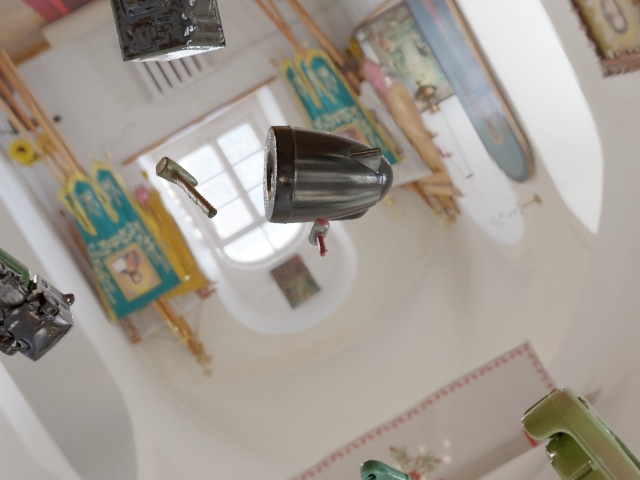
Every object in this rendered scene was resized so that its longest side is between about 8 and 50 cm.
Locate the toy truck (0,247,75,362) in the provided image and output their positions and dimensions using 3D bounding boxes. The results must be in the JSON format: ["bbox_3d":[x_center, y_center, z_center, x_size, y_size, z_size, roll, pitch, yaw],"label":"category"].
[{"bbox_3d":[-0.457,0.058,1.198,0.101,0.242,0.125,-44,-149,3],"label":"toy truck"}]

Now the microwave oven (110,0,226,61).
[{"bbox_3d":[-0.339,-0.555,1.914,0.181,0.295,0.237,-8,-171,18],"label":"microwave oven"}]

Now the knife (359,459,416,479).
[{"bbox_3d":[0.193,0.514,1.813,0.063,0.260,0.035,-55,-156,26],"label":"knife"}]

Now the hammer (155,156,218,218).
[{"bbox_3d":[-0.152,-0.055,1.068,0.028,0.060,0.195,-56,-148,5],"label":"hammer"}]

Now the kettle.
[{"bbox_3d":[0.021,-0.117,1.851,0.271,0.251,0.207,0,-152,-11],"label":"kettle"}]

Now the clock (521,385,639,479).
[{"bbox_3d":[0.504,0.418,1.519,0.117,0.348,0.286,-40,158,9],"label":"clock"}]

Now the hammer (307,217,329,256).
[{"bbox_3d":[0.000,0.000,1.505,0.083,0.031,0.053,-102,-154,-53],"label":"hammer"}]
